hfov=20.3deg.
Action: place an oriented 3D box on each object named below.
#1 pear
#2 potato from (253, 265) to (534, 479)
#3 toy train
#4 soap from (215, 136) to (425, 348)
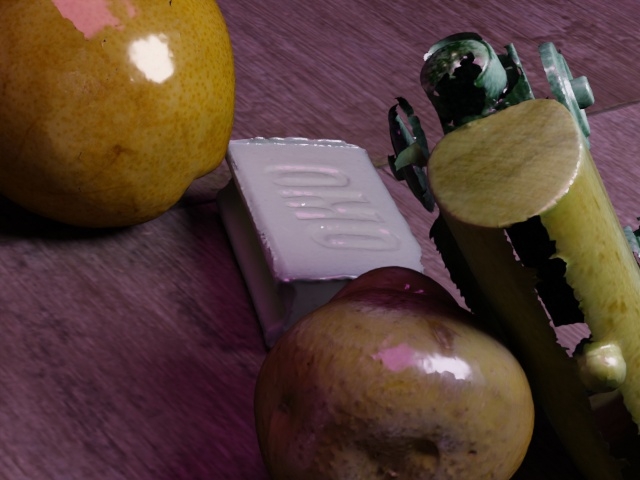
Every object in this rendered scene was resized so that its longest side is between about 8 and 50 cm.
[{"bbox_3d":[-0.157,-0.108,1.268,0.209,0.208,0.209,6,30,-4],"label":"pear"},{"bbox_3d":[0.039,0.084,1.027,0.157,0.157,0.194,7,26,-3],"label":"potato"},{"bbox_3d":[0.129,0.023,1.054,0.126,0.307,0.189,-15,43,17],"label":"toy train"},{"bbox_3d":[0.000,0.000,1.247,0.115,0.063,0.198,0,31,-17],"label":"soap"}]
